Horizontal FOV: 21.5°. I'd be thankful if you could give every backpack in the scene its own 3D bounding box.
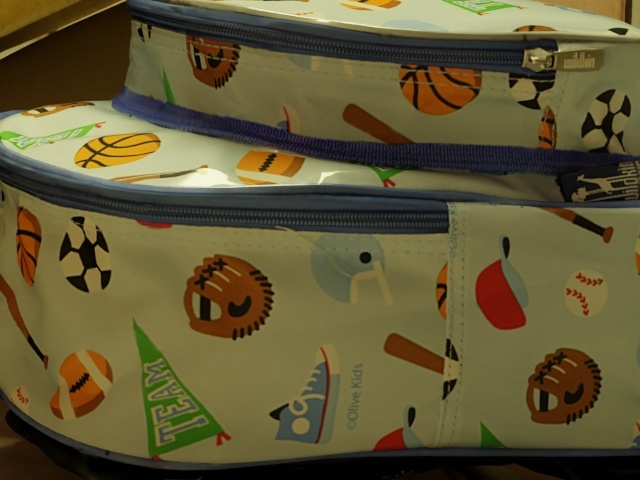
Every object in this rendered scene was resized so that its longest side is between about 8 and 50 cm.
[{"bbox_3d":[0.000,0.000,0.658,0.263,0.213,0.276,-9,9,-24],"label":"backpack"}]

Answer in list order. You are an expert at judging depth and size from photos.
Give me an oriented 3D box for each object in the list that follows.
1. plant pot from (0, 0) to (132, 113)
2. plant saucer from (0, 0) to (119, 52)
[{"bbox_3d":[-0.119,-0.024,0.975,0.274,0.256,0.256,-13,8,-25],"label":"plant pot"},{"bbox_3d":[-0.101,-0.166,0.846,0.332,0.081,0.333,-20,11,26],"label":"plant saucer"}]
